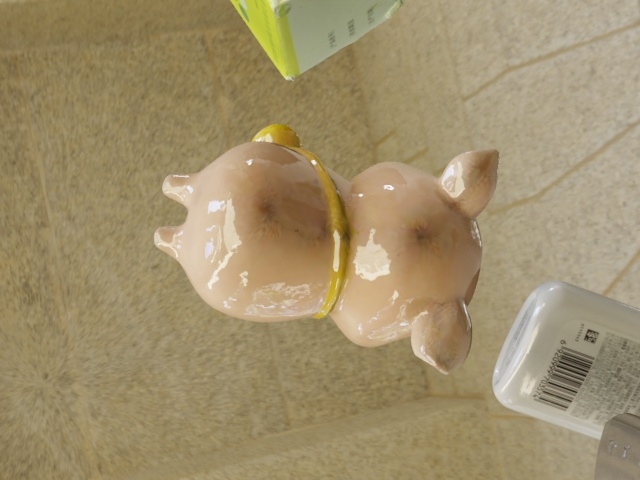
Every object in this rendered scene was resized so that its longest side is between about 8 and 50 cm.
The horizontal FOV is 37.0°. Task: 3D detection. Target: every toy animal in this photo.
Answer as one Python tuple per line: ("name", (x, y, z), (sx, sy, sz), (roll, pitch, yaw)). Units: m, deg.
("toy animal", (0.000, -0.003, 0.730), (0.248, 0.149, 0.165), (7, -87, 1))

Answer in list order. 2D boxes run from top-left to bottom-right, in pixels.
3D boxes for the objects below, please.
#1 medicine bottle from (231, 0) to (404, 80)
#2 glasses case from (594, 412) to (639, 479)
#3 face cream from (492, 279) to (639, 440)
("medicine bottle", (-0.043, -0.289, 0.836), (0.141, 0.137, 0.250), (-34, -106, -3))
("glasses case", (0.255, 0.170, 0.617), (0.042, 0.190, 0.072), (2, -85, -25))
("face cream", (0.324, 0.142, 0.938), (0.291, 0.071, 0.144), (18, -71, -3))
